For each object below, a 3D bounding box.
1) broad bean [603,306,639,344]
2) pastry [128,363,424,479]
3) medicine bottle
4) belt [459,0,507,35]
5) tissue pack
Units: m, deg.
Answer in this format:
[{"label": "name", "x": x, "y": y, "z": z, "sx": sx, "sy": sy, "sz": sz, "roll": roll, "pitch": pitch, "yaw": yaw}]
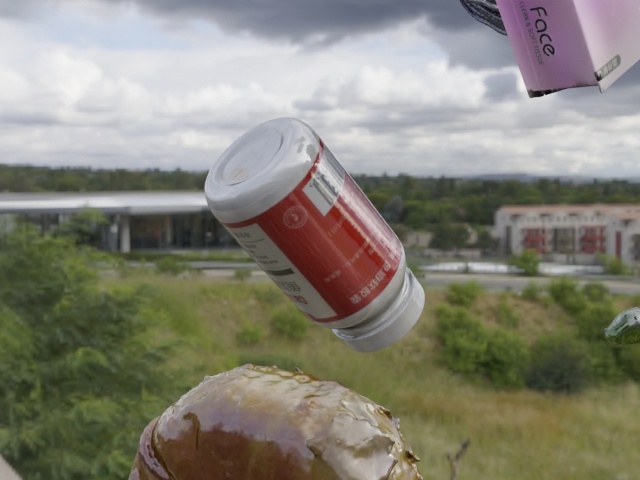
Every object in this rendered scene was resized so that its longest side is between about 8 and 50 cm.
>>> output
[{"label": "broad bean", "x": 0.458, "y": 0.107, "z": 1.178, "sx": 0.227, "sy": 0.069, "sz": 0.039, "roll": 5, "pitch": -26, "yaw": -14}, {"label": "pastry", "x": -0.024, "y": 0.182, "z": 0.588, "sx": 0.229, "sy": 0.218, "sz": 0.100, "roll": -49, "pitch": -19, "yaw": 26}, {"label": "medicine bottle", "x": 0.000, "y": 0.000, "z": 0.952, "sx": 0.131, "sy": 0.250, "sz": 0.131, "roll": -27, "pitch": 33, "yaw": 19}, {"label": "belt", "x": 0.303, "y": -0.405, "z": 1.477, "sx": 0.126, "sy": 0.139, "sz": 0.230, "roll": -30, "pitch": 32, "yaw": -13}, {"label": "tissue pack", "x": 0.290, "y": -0.267, "z": 0.938, "sx": 0.246, "sy": 0.148, "sz": 0.093, "roll": -39, "pitch": 25, "yaw": -30}]
